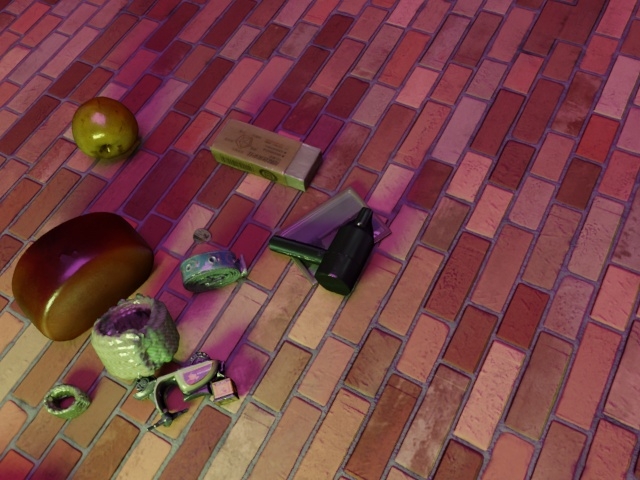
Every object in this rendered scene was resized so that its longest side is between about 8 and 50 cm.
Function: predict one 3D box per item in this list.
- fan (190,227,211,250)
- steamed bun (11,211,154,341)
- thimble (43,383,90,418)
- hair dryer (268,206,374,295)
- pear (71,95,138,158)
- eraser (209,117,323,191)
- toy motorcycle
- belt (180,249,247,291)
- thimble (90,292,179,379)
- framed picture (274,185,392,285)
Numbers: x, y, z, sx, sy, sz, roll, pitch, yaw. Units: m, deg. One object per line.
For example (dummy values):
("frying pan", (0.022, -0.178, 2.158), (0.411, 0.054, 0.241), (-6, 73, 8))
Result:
("fan", (-0.366, -0.003, 1.783), (0.060, 0.003, 0.080), (1, 61, 8))
("steamed bun", (-0.680, 0.083, 1.633), (0.379, 0.248, 0.235), (-42, 64, -15))
("thimble", (-0.676, 0.430, 1.547), (0.110, 0.062, 0.084), (-7, 60, 2))
("hair dryer", (0.000, 0.000, 1.672), (0.303, 0.116, 0.244), (17, 62, 22))
("pear", (-0.715, -0.379, 1.922), (0.209, 0.208, 0.208), (-3, 61, 5))
("eraser", (-0.174, -0.279, 1.871), (0.344, 0.078, 0.144), (22, 66, 16))
("toy motorcycle", (-0.361, 0.391, 1.518), (0.263, 0.091, 0.157), (-19, 64, -3))
("belt", (-0.313, 0.091, 1.650), (0.163, 0.148, 0.082), (-30, 62, 22))
("thimble", (-0.488, 0.255, 1.533), (0.219, 0.150, 0.219), (-13, 31, 8))
("framed picture", (0.036, -0.020, 1.738), (0.289, 0.016, 0.213), (-33, 63, -12))
